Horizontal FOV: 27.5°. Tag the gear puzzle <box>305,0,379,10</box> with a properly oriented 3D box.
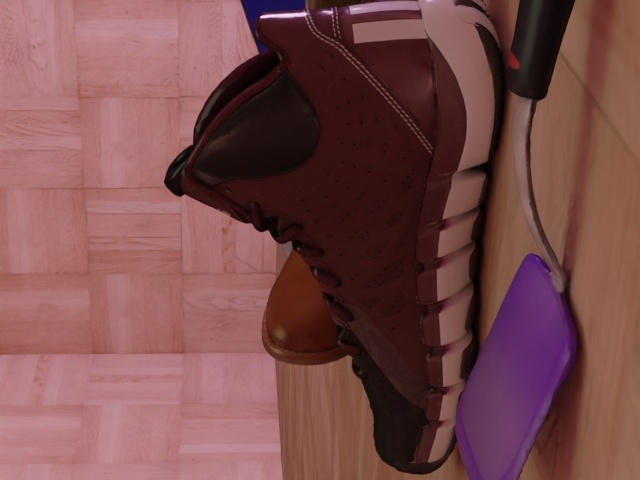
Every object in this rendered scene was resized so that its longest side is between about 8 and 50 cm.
[{"bbox_3d":[0.008,-0.102,0.921,0.175,0.044,0.339,-12,-77,-65],"label":"gear puzzle"}]

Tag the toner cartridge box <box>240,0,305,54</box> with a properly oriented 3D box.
[{"bbox_3d":[-0.024,-0.200,1.311,0.348,0.075,0.165,-104,-5,-74],"label":"toner cartridge box"}]

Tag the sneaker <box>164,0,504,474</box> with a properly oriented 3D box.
[{"bbox_3d":[0.000,0.000,0.691,0.106,0.162,0.281,-98,9,-62],"label":"sneaker"}]

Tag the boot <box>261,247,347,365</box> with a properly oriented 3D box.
[{"bbox_3d":[0.012,-0.035,0.779,0.197,0.073,0.152,-62,-23,-46],"label":"boot"}]

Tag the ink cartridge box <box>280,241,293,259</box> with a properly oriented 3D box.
[{"bbox_3d":[-0.027,-0.038,1.358,0.224,0.045,0.223,116,130,-82],"label":"ink cartridge box"}]

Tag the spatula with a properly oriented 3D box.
[{"bbox_3d":[0.081,-0.033,0.482,0.084,0.030,0.296,-100,11,-62],"label":"spatula"}]
